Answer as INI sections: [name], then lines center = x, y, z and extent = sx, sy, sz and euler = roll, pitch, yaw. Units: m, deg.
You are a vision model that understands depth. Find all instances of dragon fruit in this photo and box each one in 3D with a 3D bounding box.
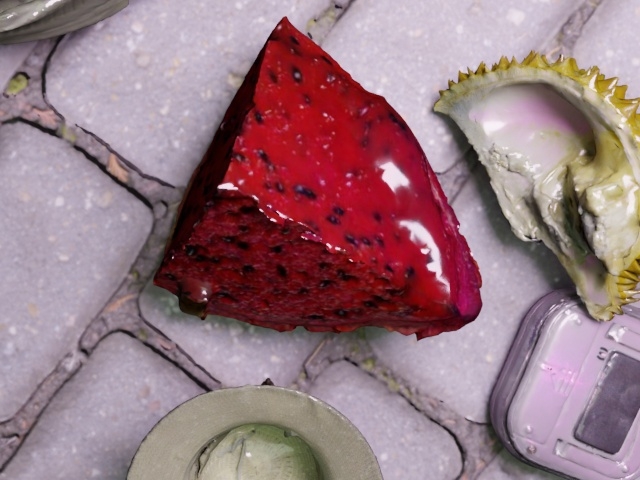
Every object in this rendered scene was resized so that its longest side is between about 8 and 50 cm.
[dragon fruit]
center = 0.000, 0.000, 0.707
extent = 0.330, 0.240, 0.302
euler = 34, 110, 3

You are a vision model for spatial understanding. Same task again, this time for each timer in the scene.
[timer]
center = 0.300, 0.165, 0.813
extent = 0.191, 0.069, 0.208
euler = 21, 91, -6

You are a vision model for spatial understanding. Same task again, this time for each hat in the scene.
[hat]
center = -0.068, 0.258, 0.770
extent = 0.257, 0.130, 0.257
euler = 0, 94, -3

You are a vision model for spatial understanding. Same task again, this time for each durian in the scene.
[durian]
center = 0.258, -0.066, 0.739
extent = 0.167, 0.172, 0.306
euler = -29, 89, 4

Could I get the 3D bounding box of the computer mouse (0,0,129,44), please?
[computer mouse]
center = -0.261, -0.328, 0.723
extent = 0.429, 0.145, 0.228
euler = -33, 87, -12
